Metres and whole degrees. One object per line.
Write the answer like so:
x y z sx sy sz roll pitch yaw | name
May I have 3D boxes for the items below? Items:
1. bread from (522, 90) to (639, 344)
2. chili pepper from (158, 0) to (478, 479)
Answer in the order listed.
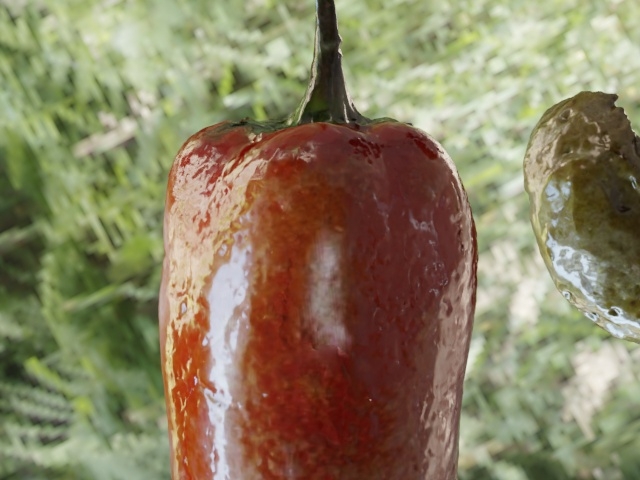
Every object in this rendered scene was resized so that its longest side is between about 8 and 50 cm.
0.128 -0.004 0.708 0.113 0.060 0.082 30 -126 -44 | bread
0.000 0.000 0.507 0.086 0.084 0.192 -19 -69 -58 | chili pepper
